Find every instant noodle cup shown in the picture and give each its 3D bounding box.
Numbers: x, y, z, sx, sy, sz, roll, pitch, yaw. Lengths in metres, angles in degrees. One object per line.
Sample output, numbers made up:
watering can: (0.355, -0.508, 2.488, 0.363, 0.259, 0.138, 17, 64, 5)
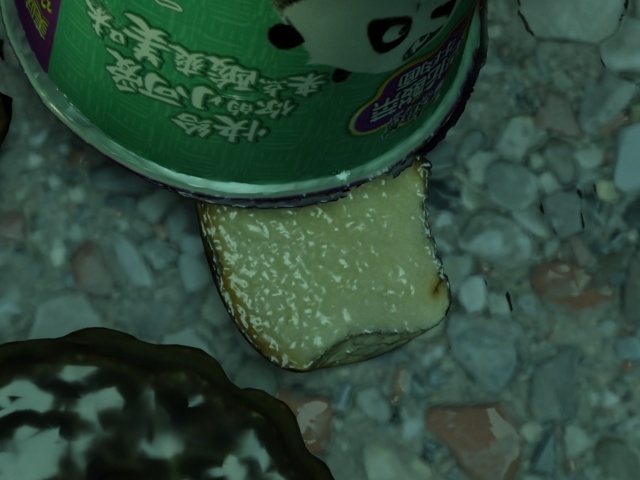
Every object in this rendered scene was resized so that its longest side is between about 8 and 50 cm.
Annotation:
instant noodle cup: (-0.019, -0.166, 0.693, 0.251, 0.190, 0.251, 5, 64, -10)

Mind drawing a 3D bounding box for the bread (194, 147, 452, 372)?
bread: (0.000, 0.000, 0.764, 0.126, 0.044, 0.129, -10, 77, -20)

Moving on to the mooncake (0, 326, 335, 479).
mooncake: (-0.100, 0.150, 0.670, 0.228, 0.124, 0.228, 3, 77, -11)

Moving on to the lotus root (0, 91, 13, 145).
lotus root: (-0.215, -0.021, 0.705, 0.190, 0.094, 0.108, -32, 118, -21)
